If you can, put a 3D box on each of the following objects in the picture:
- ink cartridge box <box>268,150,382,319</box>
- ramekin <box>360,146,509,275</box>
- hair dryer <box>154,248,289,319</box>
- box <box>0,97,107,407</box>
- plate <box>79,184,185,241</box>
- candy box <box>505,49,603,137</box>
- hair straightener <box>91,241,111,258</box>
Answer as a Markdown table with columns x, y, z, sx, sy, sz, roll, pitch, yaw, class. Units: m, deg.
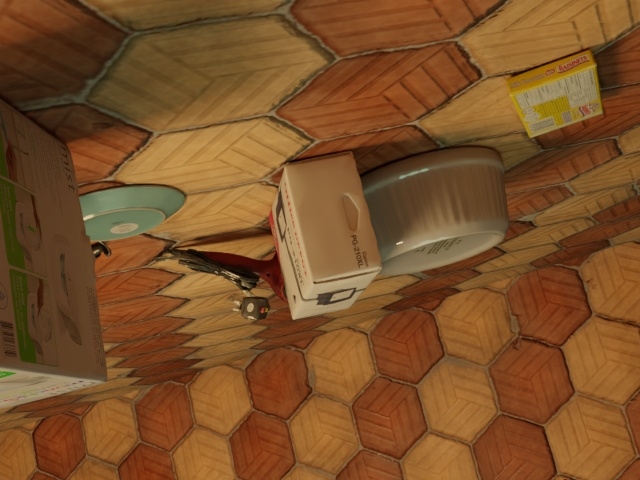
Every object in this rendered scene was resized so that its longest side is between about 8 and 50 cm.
| x | y | z | sx | sy | sz | roll | pitch | yaw | class |
| --- | --- | --- | --- | --- | --- | --- | --- | --- | --- |
| 0.000 | 0.000 | 1.278 | 0.100 | 0.171 | 0.237 | -11 | 166 | -12 | ink cartridge box |
| 0.165 | -0.036 | 1.398 | 0.273 | 0.127 | 0.273 | -13 | 166 | -3 | ramekin |
| -0.104 | 0.036 | 1.472 | 0.294 | 0.224 | 0.080 | -7 | 125 | -61 | hair dryer |
| -0.309 | 0.011 | 0.828 | 0.127 | 0.261 | 0.231 | -15 | 167 | 5 | box |
| -0.272 | -0.030 | 1.205 | 0.188 | 0.024 | 0.188 | -14 | 166 | -4 | plate |
| 0.304 | -0.183 | 1.155 | 0.105 | 0.027 | 0.206 | -20 | 166 | 15 | candy box |
| -0.408 | 0.048 | 1.327 | 0.231 | 0.047 | 0.089 | -19 | 166 | 21 | hair straightener |
